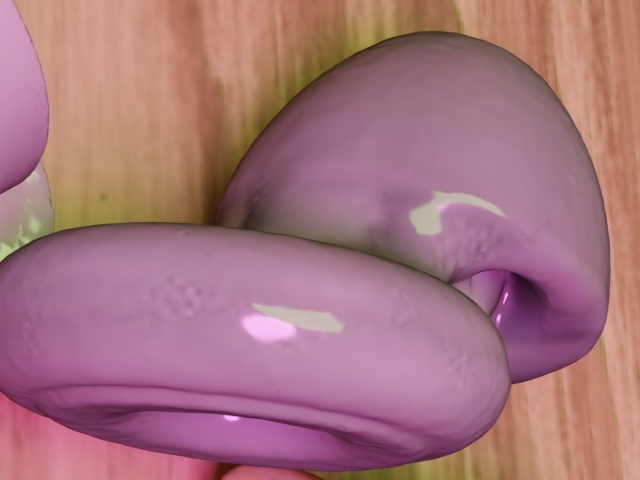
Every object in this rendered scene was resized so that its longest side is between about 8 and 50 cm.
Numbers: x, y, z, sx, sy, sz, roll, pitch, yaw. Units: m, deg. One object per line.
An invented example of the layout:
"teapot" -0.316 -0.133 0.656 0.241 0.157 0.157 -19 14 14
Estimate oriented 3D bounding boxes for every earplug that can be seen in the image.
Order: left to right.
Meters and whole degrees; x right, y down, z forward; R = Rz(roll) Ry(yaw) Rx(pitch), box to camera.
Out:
"earplug" 0.002 0.012 0.757 0.325 0.214 0.175 -23 105 -52

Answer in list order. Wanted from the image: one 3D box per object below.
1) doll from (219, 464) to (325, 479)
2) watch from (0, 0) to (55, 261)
"doll" 0.011 0.249 0.713 0.318 0.209 0.340 46 59 -13
"watch" -0.192 -0.060 0.678 0.244 0.231 0.196 45 56 -12
